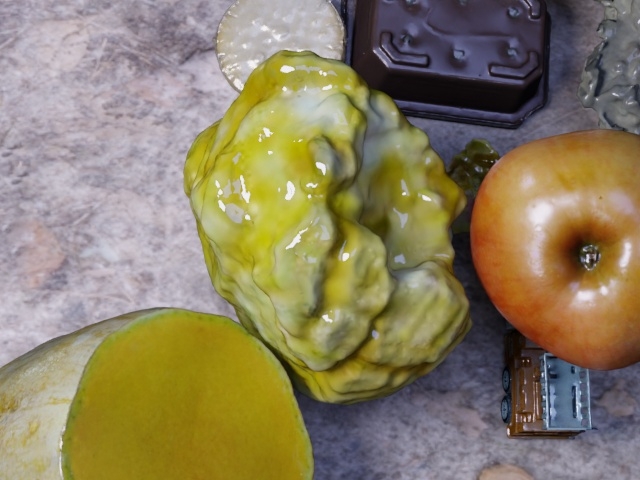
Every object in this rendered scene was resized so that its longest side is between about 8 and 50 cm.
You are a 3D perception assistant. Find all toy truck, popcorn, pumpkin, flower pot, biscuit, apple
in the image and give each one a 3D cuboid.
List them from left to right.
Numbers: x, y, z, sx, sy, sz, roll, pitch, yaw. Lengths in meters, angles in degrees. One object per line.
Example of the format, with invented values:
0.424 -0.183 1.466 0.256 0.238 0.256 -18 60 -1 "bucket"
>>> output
-0.167 0.218 1.274 0.332 0.199 0.332 10 68 -27 "pumpkin"
-0.044 -0.220 1.506 0.152 0.020 0.152 0 79 3 "biscuit"
-0.008 0.001 1.337 0.293 0.292 0.334 -5 76 -52 "popcorn"
0.150 -0.230 1.520 0.250 0.084 0.179 6 79 -9 "flower pot"
0.161 -0.056 1.484 0.089 0.109 0.097 41 38 -25 "popcorn"
0.246 0.122 1.455 0.080 0.115 0.178 1 78 -9 "toy truck"
0.260 0.010 1.309 0.242 0.241 0.242 0 90 14 "apple"

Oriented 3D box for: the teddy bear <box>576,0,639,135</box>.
0.386 -0.284 1.486 0.367 0.224 0.357 36 81 -10 "teddy bear"
